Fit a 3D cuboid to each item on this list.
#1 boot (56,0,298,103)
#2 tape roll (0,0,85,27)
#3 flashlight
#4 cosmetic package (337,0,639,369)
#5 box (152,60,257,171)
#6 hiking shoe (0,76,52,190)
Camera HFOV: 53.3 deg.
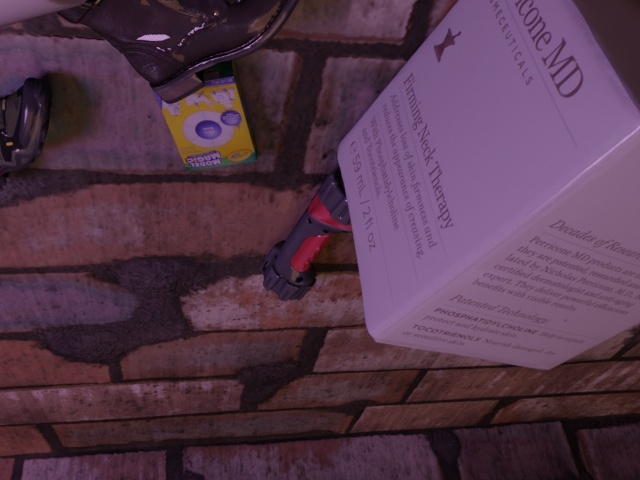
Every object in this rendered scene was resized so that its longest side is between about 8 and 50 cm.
[{"bbox_3d":[-0.165,-0.273,0.643,0.263,0.091,0.229,-33,131,20],"label":"boot"},{"bbox_3d":[-0.298,-0.274,0.463,0.169,0.246,0.246,-11,146,11],"label":"tape roll"},{"bbox_3d":[0.000,0.000,1.054,0.103,0.103,0.304,6,142,-25],"label":"flashlight"},{"bbox_3d":[0.273,-0.080,0.793,0.327,0.329,0.393,15,139,-29],"label":"cosmetic package"},{"bbox_3d":[-0.147,-0.155,0.851,0.105,0.043,0.179,-9,147,2],"label":"box"},{"bbox_3d":[-0.420,-0.132,0.789,0.227,0.086,0.114,-33,142,33],"label":"hiking shoe"}]
